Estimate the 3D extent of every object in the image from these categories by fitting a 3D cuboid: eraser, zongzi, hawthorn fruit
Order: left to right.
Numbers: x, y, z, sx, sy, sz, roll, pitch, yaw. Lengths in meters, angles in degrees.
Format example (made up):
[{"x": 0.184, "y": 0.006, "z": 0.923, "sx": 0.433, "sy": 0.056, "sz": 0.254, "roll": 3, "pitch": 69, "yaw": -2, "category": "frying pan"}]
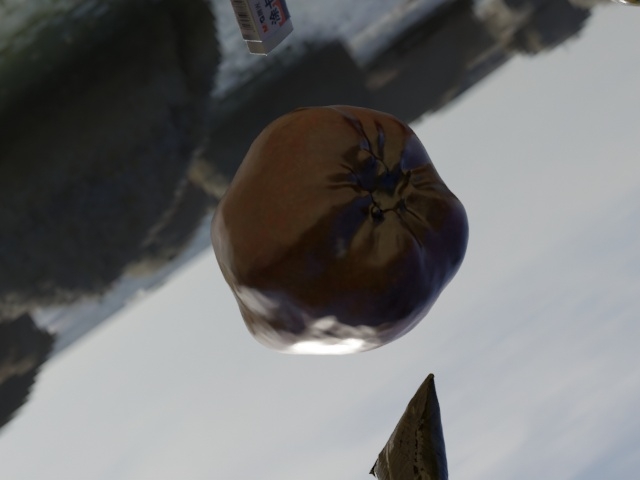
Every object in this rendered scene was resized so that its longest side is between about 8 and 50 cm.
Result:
[{"x": -0.065, "y": -0.247, "z": 1.740, "sx": 0.029, "sy": 0.122, "sz": 0.052, "roll": 10, "pitch": -137, "yaw": 38, "category": "eraser"}, {"x": 0.000, "y": 0.000, "z": 1.505, "sx": 0.208, "sy": 0.208, "sz": 0.248, "roll": -36, "pitch": -179, "yaw": -34, "category": "hawthorn fruit"}, {"x": 0.141, "y": 0.297, "z": 2.269, "sx": 0.084, "sy": 0.187, "sz": 0.184, "roll": 2, "pitch": 130, "yaw": -26, "category": "zongzi"}]

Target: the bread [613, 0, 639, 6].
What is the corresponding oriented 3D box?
[{"x": 0.193, "y": -0.187, "z": 1.062, "sx": 0.157, "sy": 0.094, "sz": 0.083, "roll": 17, "pitch": -177, "yaw": 35, "category": "bread"}]
